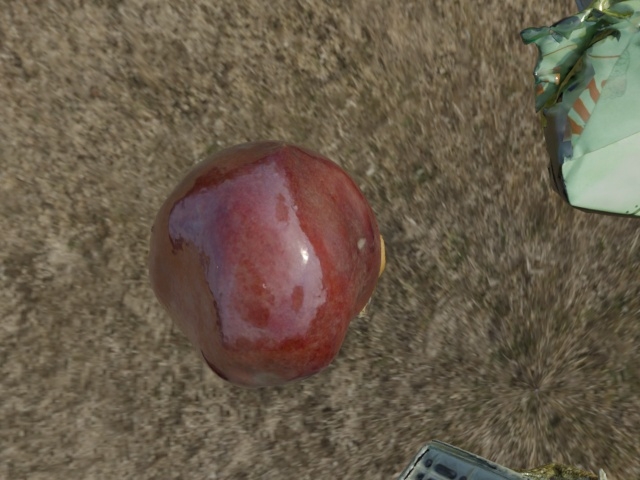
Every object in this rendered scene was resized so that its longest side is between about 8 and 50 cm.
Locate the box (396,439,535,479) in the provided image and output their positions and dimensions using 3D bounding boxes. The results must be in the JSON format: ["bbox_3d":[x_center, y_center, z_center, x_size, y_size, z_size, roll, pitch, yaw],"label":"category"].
[{"bbox_3d":[0.154,0.295,0.816,0.290,0.166,0.220,18,66,47],"label":"box"}]

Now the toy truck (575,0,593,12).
[{"bbox_3d":[0.317,-0.347,1.220,0.133,0.184,0.338,-34,95,-17],"label":"toy truck"}]

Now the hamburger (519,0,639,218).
[{"bbox_3d":[0.260,-0.130,0.903,0.235,0.125,0.214,11,115,-10],"label":"hamburger"}]

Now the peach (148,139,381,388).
[{"bbox_3d":[-0.029,0.008,0.680,0.152,0.152,0.152,-2,82,11],"label":"peach"}]

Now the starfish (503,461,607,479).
[{"bbox_3d":[0.275,0.297,1.322,0.223,0.217,0.050,20,56,-6],"label":"starfish"}]

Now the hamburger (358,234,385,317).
[{"bbox_3d":[0.000,0.000,1.496,0.135,0.207,0.155,7,69,24],"label":"hamburger"}]
